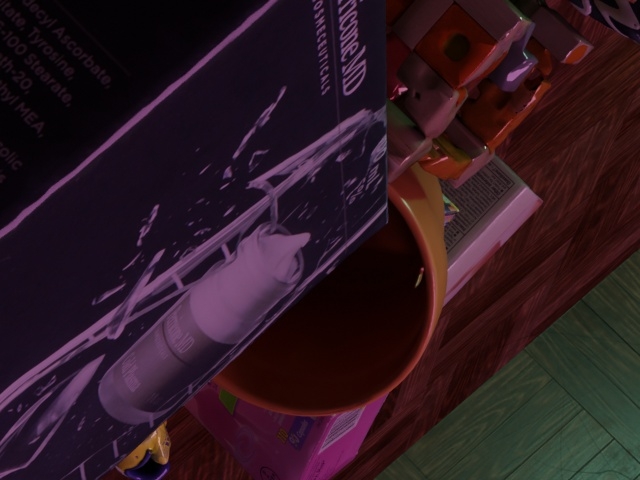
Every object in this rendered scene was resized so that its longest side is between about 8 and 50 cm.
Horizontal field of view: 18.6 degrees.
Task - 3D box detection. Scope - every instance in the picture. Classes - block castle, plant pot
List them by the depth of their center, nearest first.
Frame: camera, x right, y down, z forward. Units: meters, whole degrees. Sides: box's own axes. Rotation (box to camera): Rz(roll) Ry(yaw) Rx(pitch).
[{"bbox_3d":[0.155,-0.269,1.720,0.453,0.213,0.303,-48,166,15],"label":"block castle"},{"bbox_3d":[0.000,0.000,1.923,0.291,0.291,0.203,-54,178,29],"label":"plant pot"}]

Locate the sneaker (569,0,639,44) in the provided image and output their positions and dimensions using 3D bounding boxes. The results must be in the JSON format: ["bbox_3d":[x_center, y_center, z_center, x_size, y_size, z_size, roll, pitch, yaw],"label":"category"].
[{"bbox_3d":[0.380,-0.314,2.248,0.094,0.153,0.235,-34,161,-38],"label":"sneaker"}]

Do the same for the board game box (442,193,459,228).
[{"bbox_3d":[0.039,-0.036,2.067,0.141,0.170,0.048,-52,162,21],"label":"board game box"}]

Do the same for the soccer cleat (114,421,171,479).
[{"bbox_3d":[-0.198,0.179,2.102,0.093,0.121,0.289,-39,163,-19],"label":"soccer cleat"}]

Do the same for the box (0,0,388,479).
[{"bbox_3d":[-0.220,-0.038,1.226,0.472,0.297,0.480,-43,164,-12],"label":"box"}]

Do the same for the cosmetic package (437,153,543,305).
[{"bbox_3d":[0.111,0.002,2.375,0.296,0.153,0.129,-45,163,5],"label":"cosmetic package"}]

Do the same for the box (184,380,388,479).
[{"bbox_3d":[-0.056,0.130,2.111,0.117,0.243,0.213,-34,161,-33],"label":"box"}]
